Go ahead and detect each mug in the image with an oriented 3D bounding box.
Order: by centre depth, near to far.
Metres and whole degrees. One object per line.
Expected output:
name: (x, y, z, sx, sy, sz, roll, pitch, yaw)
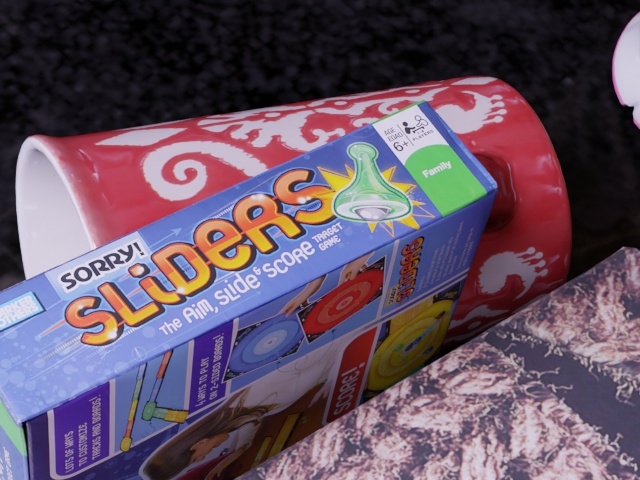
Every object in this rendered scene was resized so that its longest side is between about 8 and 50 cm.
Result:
mug: (0.000, 0.009, 0.562, 0.169, 0.113, 0.150, -13, 22, -22)

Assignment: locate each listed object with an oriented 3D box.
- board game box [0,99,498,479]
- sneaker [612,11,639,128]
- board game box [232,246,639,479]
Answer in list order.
board game box: (-0.031, 0.058, 0.476, 0.136, 0.201, 0.035, -26, 63, -24)
sneaker: (0.235, -0.044, 0.639, 0.252, 0.111, 0.103, 33, 58, 14)
board game box: (0.034, 0.179, 0.440, 0.291, 0.141, 0.232, -29, 65, -25)
